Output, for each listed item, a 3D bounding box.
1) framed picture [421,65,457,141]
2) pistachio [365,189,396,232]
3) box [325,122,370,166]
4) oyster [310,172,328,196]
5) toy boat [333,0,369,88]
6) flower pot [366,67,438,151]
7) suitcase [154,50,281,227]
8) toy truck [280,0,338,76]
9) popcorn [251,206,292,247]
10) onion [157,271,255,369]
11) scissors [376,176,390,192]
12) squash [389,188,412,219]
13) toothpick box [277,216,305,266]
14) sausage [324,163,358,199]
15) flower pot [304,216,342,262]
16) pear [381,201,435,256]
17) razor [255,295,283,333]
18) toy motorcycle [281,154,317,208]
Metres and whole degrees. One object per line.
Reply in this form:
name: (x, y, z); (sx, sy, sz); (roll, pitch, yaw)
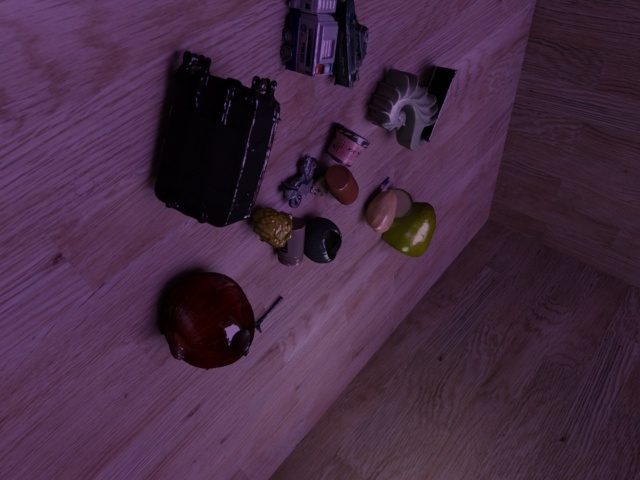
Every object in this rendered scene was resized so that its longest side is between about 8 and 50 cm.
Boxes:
framed picture: (0.546, -0.664, 2.225); (0.014, 0.255, 0.339); (13, 111, -13)
pistachio: (0.317, -0.155, 2.368); (0.157, 0.157, 0.230); (27, 84, -59)
box: (0.103, -0.383, 1.874); (0.135, 0.151, 0.151); (-57, 151, 14)
oyster: (-0.002, -0.231, 1.925); (0.177, 0.056, 0.106); (-51, 157, -51)
toy boat: (0.106, -0.697, 1.624); (0.114, 0.121, 0.296); (-64, 158, -47)
flower pot: (0.378, -0.577, 2.045); (0.367, 0.164, 0.254); (21, 103, -45)
suitcase: (-0.290, -0.262, 1.274); (0.194, 0.282, 0.435); (-31, 142, -67)
toy truck: (-0.023, -0.662, 1.428); (0.124, 0.155, 0.268); (-27, 137, -42)
popcorn: (-0.183, -0.048, 1.734); (0.173, 0.173, 0.143); (22, 81, -59)
onion: (-0.375, 0.289, 1.604); (0.341, 0.341, 0.342); (-36, 142, -34)
scissors: (0.328, -0.288, 2.405); (0.113, 0.012, 0.039); (-43, 146, -25)
squash: (0.422, -0.197, 2.495); (0.170, 0.170, 0.122); (-66, 165, 11)
toothpick box: (-0.121, 0.004, 1.906); (0.111, 0.111, 0.181); (-28, 137, -41)
sausage: (0.095, -0.232, 1.956); (0.121, 0.121, 0.304); (-59, 166, 0)
flower pot: (0.000, 0.000, 2.023); (0.189, 0.157, 0.243); (-57, 155, -18)
pear: (0.571, -0.079, 2.730); (0.342, 0.238, 0.318); (-2, 126, -55)
razor: (-0.237, 0.329, 2.101); (0.066, 0.033, 0.190); (47, 67, -15)
toy motorcycle: (-0.085, -0.234, 1.791); (0.122, 0.080, 0.216); (24, 91, -62)
